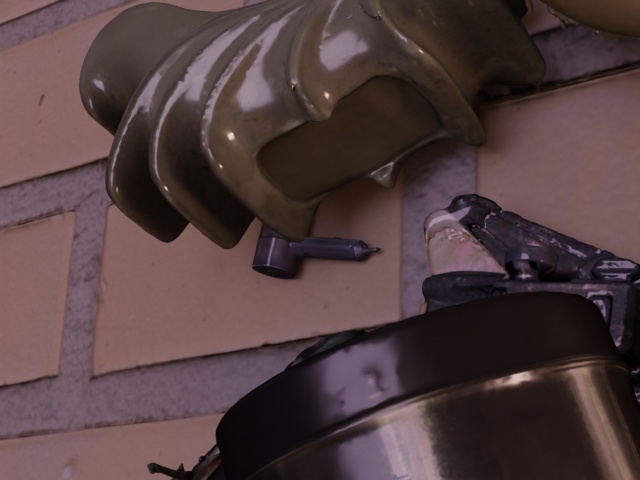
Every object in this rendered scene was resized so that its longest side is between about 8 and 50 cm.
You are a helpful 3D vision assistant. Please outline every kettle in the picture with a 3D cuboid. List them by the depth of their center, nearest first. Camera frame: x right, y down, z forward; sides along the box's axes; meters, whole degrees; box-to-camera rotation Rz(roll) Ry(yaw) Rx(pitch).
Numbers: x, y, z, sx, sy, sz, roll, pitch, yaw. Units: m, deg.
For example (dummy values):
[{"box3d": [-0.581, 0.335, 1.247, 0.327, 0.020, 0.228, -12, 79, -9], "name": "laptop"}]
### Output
[{"box3d": [0.058, 0.231, 0.661, 0.321, 0.228, 0.324, -20, 69, 1], "name": "kettle"}]

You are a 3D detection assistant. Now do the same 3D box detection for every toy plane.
[{"box3d": [0.196, 0.060, 0.821, 0.316, 0.103, 0.204, -3, 69, 39], "name": "toy plane"}]

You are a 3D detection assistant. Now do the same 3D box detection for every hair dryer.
[{"box3d": [0.000, 0.000, 1.057, 0.114, 0.037, 0.063, 5, 73, 32], "name": "hair dryer"}]

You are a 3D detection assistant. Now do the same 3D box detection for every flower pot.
[{"box3d": [-0.019, -0.141, 1.028, 0.367, 0.164, 0.254, -30, 50, 16], "name": "flower pot"}]

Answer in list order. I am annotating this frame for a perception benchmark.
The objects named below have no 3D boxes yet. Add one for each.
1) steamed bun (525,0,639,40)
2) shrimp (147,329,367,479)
[{"box3d": [0.192, -0.297, 0.841, 0.233, 0.312, 0.334, -19, 58, 35], "name": "steamed bun"}, {"box3d": [-0.070, 0.218, 0.924, 0.372, 0.172, 0.137, -61, 13, -18], "name": "shrimp"}]
